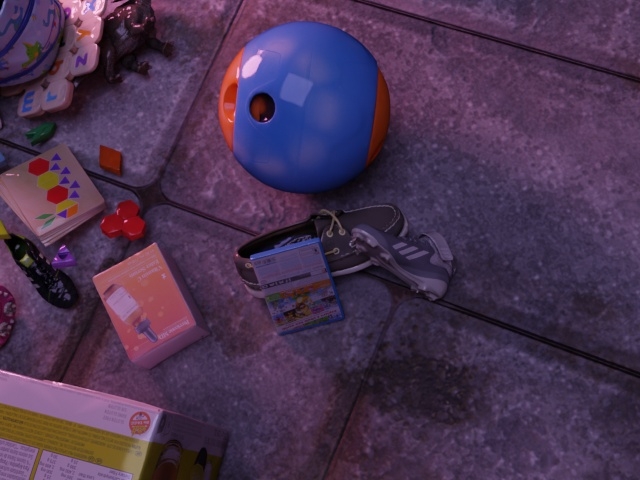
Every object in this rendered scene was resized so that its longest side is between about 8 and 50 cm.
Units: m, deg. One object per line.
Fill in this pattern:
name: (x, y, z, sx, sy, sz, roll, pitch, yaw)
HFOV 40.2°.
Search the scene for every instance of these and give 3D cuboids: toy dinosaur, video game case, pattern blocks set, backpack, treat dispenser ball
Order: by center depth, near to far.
video game case: (-0.037, 0.079, 1.463, 0.119, 0.166, 0.015, -15, 32, 4)
treat dispenser ball: (-0.026, -0.221, 1.471, 0.288, 0.288, 0.288, -3, 73, 8)
pattern blocks set: (-0.491, -0.084, 1.609, 0.286, 0.026, 0.324, -23, 61, -14)
backpack: (-0.658, -0.412, 1.629, 0.356, 0.273, 0.290, -8, 64, 39)
toy dinosaur: (-0.387, -0.385, 1.686, 0.160, 0.121, 0.313, 41, 100, 33)

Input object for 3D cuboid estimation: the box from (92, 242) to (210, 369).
box: (-0.292, 0.114, 1.518, 0.130, 0.091, 0.170, -30, 71, -1)

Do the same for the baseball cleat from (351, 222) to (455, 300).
baseball cleat: (0.141, 0.013, 1.457, 0.206, 0.072, 0.109, 39, 69, -26)

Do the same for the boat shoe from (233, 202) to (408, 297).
boat shoe: (0.001, 0.003, 1.491, 0.305, 0.091, 0.109, -21, 45, 2)

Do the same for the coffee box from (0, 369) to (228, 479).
coffee box: (-0.376, 0.397, 1.308, 0.338, 0.337, 0.334, 10, 75, 14)

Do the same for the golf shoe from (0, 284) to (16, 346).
golf shoe: (-0.654, 0.216, 1.547, 0.140, 0.115, 0.306, 10, 69, 23)

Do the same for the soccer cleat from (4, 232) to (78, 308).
soccer cleat: (-0.508, 0.056, 1.579, 0.179, 0.072, 0.060, 43, 84, 18)

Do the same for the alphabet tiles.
alphabet tiles: (-0.512, -0.375, 1.684, 0.278, 0.021, 0.284, -7, 71, 33)
